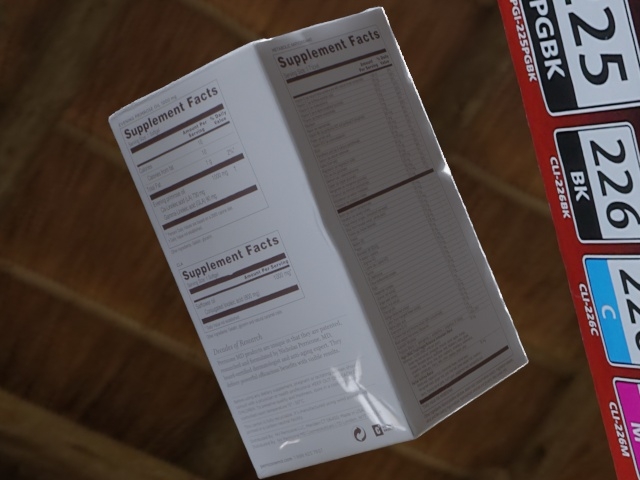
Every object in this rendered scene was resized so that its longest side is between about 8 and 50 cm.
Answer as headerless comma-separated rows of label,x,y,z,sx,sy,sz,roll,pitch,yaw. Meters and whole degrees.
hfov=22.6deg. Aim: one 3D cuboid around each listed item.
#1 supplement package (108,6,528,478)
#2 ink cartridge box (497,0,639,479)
supplement package,0.000,0.000,0.987,0.139,0.134,0.244,-24,-88,-50
ink cartridge box,0.176,-0.054,0.354,0.130,0.272,0.309,-21,-81,-33
